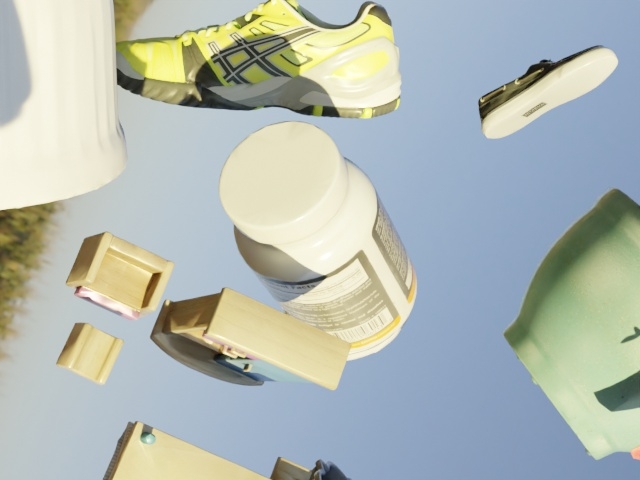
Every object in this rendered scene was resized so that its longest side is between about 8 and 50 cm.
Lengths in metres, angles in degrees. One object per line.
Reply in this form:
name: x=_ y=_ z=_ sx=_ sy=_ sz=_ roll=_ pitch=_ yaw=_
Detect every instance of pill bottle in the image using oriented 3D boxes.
pill bottle: x=0.000 y=0.000 z=1.202 sx=0.278 sy=0.162 sz=0.162 roll=58 pitch=41 yaw=-54

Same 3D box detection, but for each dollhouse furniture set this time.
dollhouse furniture set: x=-0.158 y=0.195 z=1.025 sx=0.198 sy=0.286 sz=0.303 roll=-17 pitch=-130 yaw=64

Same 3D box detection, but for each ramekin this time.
ramekin: x=-0.262 y=-0.120 z=0.695 sx=0.277 sy=0.277 sz=0.135 roll=-116 pitch=-151 yaw=-69

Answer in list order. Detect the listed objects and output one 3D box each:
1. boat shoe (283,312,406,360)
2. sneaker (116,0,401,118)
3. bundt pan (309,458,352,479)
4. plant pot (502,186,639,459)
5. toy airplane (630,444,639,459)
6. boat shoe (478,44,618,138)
boat shoe: x=0.025 y=0.111 z=1.506 sx=0.096 sy=0.267 sz=0.088 roll=62 pitch=-34 yaw=23
sneaker: x=-0.087 y=-0.244 z=1.402 sx=0.145 sy=0.385 sz=0.147 roll=-87 pitch=180 yaw=-74
bundt pan: x=0.039 y=0.442 z=1.330 sx=0.124 sy=0.331 sz=0.331 roll=-34 pitch=-159 yaw=4
plant pot: x=0.325 y=0.115 z=1.187 sx=0.196 sy=0.293 sz=0.293 roll=-36 pitch=-158 yaw=6
toy airplane: x=0.371 y=0.179 z=1.011 sx=0.151 sy=0.151 sz=0.028 roll=-54 pitch=-162 yaw=35
boat shoe: x=0.202 y=-0.143 z=0.992 sx=0.142 sy=0.049 sz=0.040 roll=-30 pitch=-118 yaw=32
